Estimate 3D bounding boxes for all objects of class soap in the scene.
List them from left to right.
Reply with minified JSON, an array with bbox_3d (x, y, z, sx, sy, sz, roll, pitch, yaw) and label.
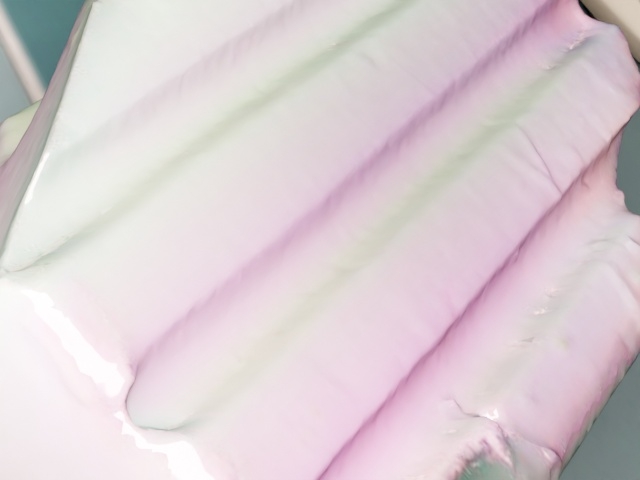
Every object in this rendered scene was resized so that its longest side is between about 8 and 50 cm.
[{"bbox_3d":[0.000,0.000,0.525,0.193,0.109,0.324,48,39,-1],"label":"soap"}]

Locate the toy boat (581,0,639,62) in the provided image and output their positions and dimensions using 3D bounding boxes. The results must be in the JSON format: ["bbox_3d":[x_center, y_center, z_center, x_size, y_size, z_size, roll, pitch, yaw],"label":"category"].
[{"bbox_3d":[0.200,-0.151,0.831,0.269,0.141,0.141,39,37,11],"label":"toy boat"}]
